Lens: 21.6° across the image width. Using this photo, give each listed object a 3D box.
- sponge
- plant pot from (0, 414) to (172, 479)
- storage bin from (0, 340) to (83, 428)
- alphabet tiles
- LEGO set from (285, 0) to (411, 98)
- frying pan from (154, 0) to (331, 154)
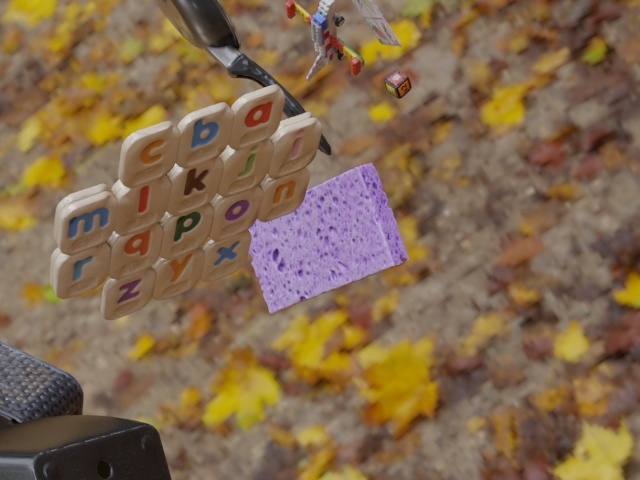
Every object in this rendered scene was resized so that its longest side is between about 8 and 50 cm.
[{"bbox_3d":[0.000,0.000,1.885,0.031,0.117,0.210,-16,-5,-46],"label":"sponge"},{"bbox_3d":[-0.204,0.223,1.261,0.167,0.187,0.188,-21,82,39],"label":"plant pot"},{"bbox_3d":[-0.324,0.165,1.596,0.180,0.122,0.084,23,38,19],"label":"storage bin"},{"bbox_3d":[-0.129,-0.035,1.621,0.284,0.278,0.021,-21,59,-26],"label":"alphabet tiles"},{"bbox_3d":[0.000,-0.250,1.817,0.060,0.244,0.182,-43,24,-14],"label":"LEGO set"},{"bbox_3d":[-0.118,-0.223,1.788,0.053,0.326,0.197,-36,20,-7],"label":"frying pan"}]
